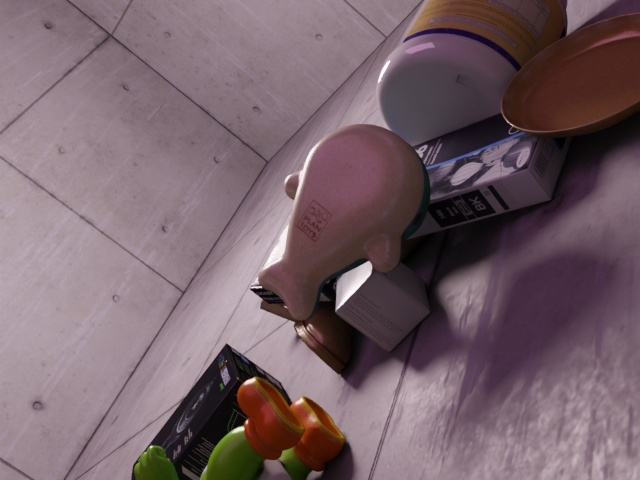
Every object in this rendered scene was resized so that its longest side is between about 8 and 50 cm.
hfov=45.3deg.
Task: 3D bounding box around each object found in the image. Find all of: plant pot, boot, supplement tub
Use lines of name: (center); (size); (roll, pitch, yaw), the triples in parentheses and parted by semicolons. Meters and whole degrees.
plant pot: (0.342, -0.202, 0.958); (0.236, 0.032, 0.236); (-26, 32, 18)
boot: (0.074, 0.058, 1.207); (0.269, 0.089, 0.236); (-46, 19, 5)
supplement tub: (0.254, -0.303, 1.229); (0.241, 0.241, 0.331); (-34, 21, 54)

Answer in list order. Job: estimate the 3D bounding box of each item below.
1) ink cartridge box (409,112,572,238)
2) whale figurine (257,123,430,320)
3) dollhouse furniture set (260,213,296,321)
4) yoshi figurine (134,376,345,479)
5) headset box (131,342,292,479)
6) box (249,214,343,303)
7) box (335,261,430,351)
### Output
ink cartridge box: (0.192, -0.091, 1.099); (0.333, 0.065, 0.165); (-19, 33, 46)
whale figurine: (0.035, -0.020, 1.028); (0.216, 0.141, 0.272); (38, 98, 33)
dollhouse furniture set: (0.004, 0.034, 1.453); (0.242, 0.161, 0.212); (109, -178, -67)
yoshi figurine: (-0.145, 0.340, 0.993); (0.362, 0.203, 0.203); (-53, -4, 3)
headset box: (-0.176, 0.333, 1.210); (0.283, 0.131, 0.246); (-53, 12, -2)
box: (0.000, 0.000, 1.237); (0.175, 0.051, 0.220); (-6, 48, 50)
box: (0.085, 0.077, 1.070); (0.087, 0.102, 0.101); (-49, 13, 19)
